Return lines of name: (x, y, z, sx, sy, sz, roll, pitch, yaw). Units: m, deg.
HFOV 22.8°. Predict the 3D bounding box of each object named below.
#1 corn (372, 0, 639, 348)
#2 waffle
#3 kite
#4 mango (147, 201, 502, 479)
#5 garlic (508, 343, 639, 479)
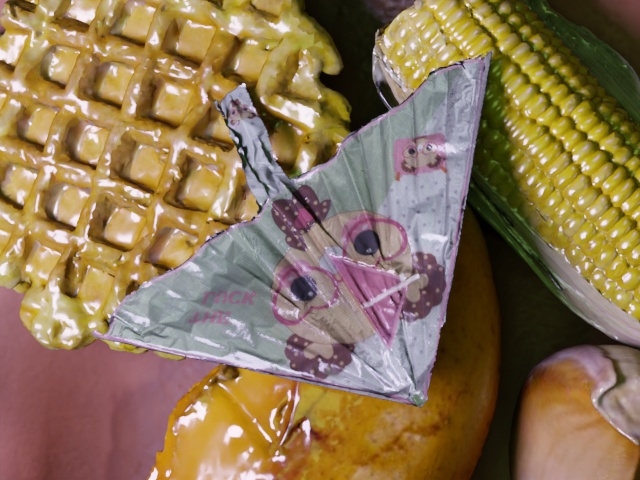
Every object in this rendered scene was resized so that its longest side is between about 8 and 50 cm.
corn: (0.159, -0.060, 1.079, 0.305, 0.122, 0.123, 50, 135, 8)
waffle: (-0.128, -0.063, 1.138, 0.325, 0.068, 0.302, -27, 76, 17)
kite: (0.000, 0.000, 1.024, 0.323, 0.013, 0.268, -37, 63, 5)
mango: (0.007, 0.120, 1.088, 0.199, 0.201, 0.350, 35, 88, -30)
garlic: (0.194, 0.152, 1.079, 0.115, 0.128, 0.207, -10, 124, -28)
